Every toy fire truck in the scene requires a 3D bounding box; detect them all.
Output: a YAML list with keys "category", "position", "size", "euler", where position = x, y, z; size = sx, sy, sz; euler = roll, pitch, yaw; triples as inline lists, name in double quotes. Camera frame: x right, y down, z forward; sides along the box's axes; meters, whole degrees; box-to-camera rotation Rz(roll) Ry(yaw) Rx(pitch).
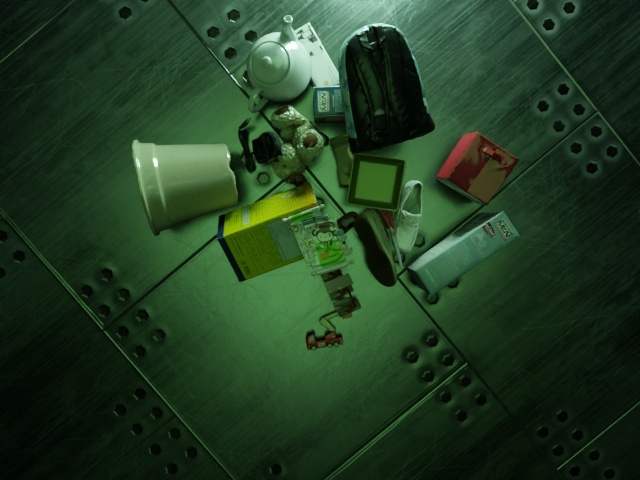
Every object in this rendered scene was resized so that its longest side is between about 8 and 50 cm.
- category: "toy fire truck"
  position: [0.033, 0.338, 1.824]
  size: [0.192, 0.047, 0.135]
  euler: [-9, 93, 0]

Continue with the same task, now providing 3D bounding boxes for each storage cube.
- category: "storage cube"
  position: [0.560, -0.258, 1.730]
  size: [0.184, 0.215, 0.193]
  euler: [32, 98, -3]

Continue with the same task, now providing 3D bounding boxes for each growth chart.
- category: "growth chart"
  position: [0.000, 0.000, 1.576]
  size: [0.172, 0.021, 0.237]
  euler: [-26, 96, 3]

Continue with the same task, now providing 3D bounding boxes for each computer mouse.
- category: "computer mouse"
  position: [-0.212, -0.362, 1.709]
  size: [0.060, 0.262, 0.184]
  euler: [-16, 91, -33]

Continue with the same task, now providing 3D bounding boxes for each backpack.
- category: "backpack"
  position: [0.182, -0.499, 1.529]
  size: [0.290, 0.273, 0.355]
  euler: [-18, 118, 2]

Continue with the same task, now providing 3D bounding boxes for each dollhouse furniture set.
- category: "dollhouse furniture set"
  position: [0.072, 0.119, 1.724]
  size: [0.135, 0.262, 0.259]
  euler: [-24, 61, -1]

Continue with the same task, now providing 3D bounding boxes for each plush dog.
- category: "plush dog"
  position: [-0.091, -0.326, 1.746]
  size: [0.225, 0.211, 0.262]
  euler: [-47, 63, 15]

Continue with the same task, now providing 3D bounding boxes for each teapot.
- category: "teapot"
  position: [-0.162, -0.608, 1.679]
  size: [0.253, 0.187, 0.256]
  euler: [-13, 99, 19]

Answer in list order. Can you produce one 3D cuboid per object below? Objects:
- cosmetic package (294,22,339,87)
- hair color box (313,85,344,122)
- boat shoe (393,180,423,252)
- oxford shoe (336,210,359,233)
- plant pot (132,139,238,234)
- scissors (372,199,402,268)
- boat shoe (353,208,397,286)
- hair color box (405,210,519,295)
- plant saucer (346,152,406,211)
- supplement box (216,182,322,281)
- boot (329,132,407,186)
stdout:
- category: "cosmetic package"
  position: [-0.023, -0.670, 1.768]
  size: [0.099, 0.060, 0.239]
  euler: [-31, 93, 1]
- category: "hair color box"
  position: [0.148, -0.493, 1.724]
  size: [0.347, 0.174, 0.105]
  euler: [-2, 95, -1]
- category: "boat shoe"
  position: [0.330, -0.090, 1.785]
  size: [0.098, 0.096, 0.277]
  euler: [8, 93, -2]
- category: "oxford shoe"
  position: [0.057, -0.038, 1.794]
  size: [0.212, 0.076, 0.076]
  euler: [-40, 94, 2]
- category: "plant pot"
  position: [-0.459, -0.210, 1.675]
  size: [0.306, 0.334, 0.333]
  euler: [-12, 93, -12]
- category: "scissors"
  position: [0.270, -0.042, 1.775]
  size: [0.021, 0.109, 0.297]
  euler: [-27, 84, 36]
- category: "boat shoe"
  position: [0.223, 0.028, 1.780]
  size: [0.098, 0.109, 0.302]
  euler: [-37, 106, -44]
- category: "hair color box"
  position: [0.511, 0.042, 1.751]
  size: [0.374, 0.185, 0.113]
  euler: [-35, 93, 1]
- category: "plant saucer"
  position: [0.199, -0.210, 1.711]
  size: [0.188, 0.045, 0.188]
  euler: [9, 99, 5]
- category: "supplement box"
  position: [-0.161, -0.033, 1.695]
  size: [0.357, 0.195, 0.194]
  euler: [-20, 119, 2]
- category: "boot"
  position: [0.177, -0.322, 1.775]
  size: [0.262, 0.095, 0.203]
  euler: [-14, 92, 3]
